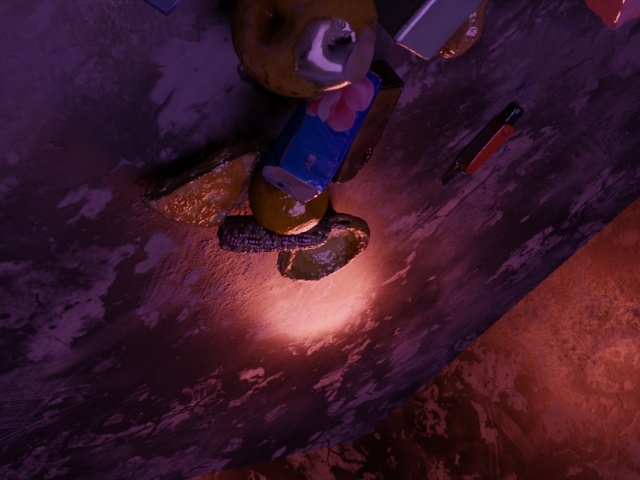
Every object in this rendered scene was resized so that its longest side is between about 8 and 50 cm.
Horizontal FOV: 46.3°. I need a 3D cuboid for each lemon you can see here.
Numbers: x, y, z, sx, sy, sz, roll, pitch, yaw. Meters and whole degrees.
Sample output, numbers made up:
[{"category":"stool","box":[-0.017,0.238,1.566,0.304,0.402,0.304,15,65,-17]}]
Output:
[{"category":"lemon","box":[-0.073,-0.107,1.737,0.188,0.188,0.256,-35,165,5]}]

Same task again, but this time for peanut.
[{"category":"peanut","box":[0.313,-0.488,1.607,0.095,0.108,0.226,-23,150,-34]}]

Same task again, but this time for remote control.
[{"category":"remote control","box":[-0.289,-0.412,1.212,0.043,0.027,0.152,-46,151,17]}]

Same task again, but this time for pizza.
[{"category":"pizza","box":[-0.228,-0.139,1.666,0.287,0.075,0.280,-39,155,8]}]

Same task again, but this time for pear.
[{"category":"pear","box":[-0.022,-0.380,1.331,0.271,0.271,0.271,-24,151,-14]}]

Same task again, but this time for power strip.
[{"category":"power strip","box":[0.222,-0.494,1.472,0.224,0.140,0.139,-45,148,24]}]

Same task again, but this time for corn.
[{"category":"corn","box":[-0.113,-0.019,1.862,0.289,0.098,0.098,-1,144,-12]}]

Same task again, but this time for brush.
[{"category":"brush","box":[0.471,-0.265,2.176,0.070,0.051,0.323,3,137,-51]}]

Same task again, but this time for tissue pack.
[{"category":"tissue pack","box":[-0.004,-0.225,1.532,0.270,0.137,0.209,-62,-173,-7]}]

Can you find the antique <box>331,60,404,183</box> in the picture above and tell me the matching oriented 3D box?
[{"category":"antique","box":[0.088,-0.269,1.754,0.093,0.087,0.310,-15,147,-31]}]

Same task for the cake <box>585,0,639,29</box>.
[{"category":"cake","box":[0.647,-0.640,1.491,0.306,0.314,0.293,-31,154,-6]}]

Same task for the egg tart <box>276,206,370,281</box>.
[{"category":"egg tart","box":[0.000,0.000,2.059,0.293,0.123,0.294,-21,150,-13]}]
